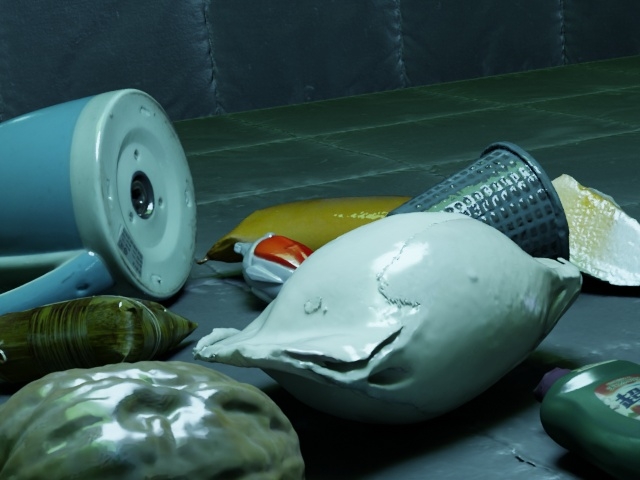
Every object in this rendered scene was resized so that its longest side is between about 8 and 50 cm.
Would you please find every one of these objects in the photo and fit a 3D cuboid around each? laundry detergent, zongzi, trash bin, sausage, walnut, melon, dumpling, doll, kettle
[{"bbox_3d":[0.246,0.135,1.018,0.144,0.078,0.221,-9,11,-22],"label":"laundry detergent"},{"bbox_3d":[-0.241,0.099,1.374,0.187,0.084,0.184,-6,-2,17],"label":"zongzi"},{"bbox_3d":[0.159,0.001,1.474,0.161,0.175,0.175,-23,18,-18],"label":"trash bin"},{"bbox_3d":[0.001,0.000,1.635,0.328,0.112,0.112,-2,13,22],"label":"sausage"},{"bbox_3d":[-0.111,0.158,0.873,0.230,0.178,0.178,-9,13,-33],"label":"walnut"},{"bbox_3d":[0.324,0.000,1.530,0.202,0.093,0.139,31,8,37],"label":"melon"},{"bbox_3d":[0.054,0.065,1.192,0.260,0.181,0.341,-4,32,47],"label":"dumpling"},{"bbox_3d":[-0.030,0.040,1.525,0.102,0.075,0.227,2,15,-42],"label":"doll"},{"bbox_3d":[-0.357,-0.007,1.587,0.342,0.247,0.319,-9,37,19],"label":"kettle"}]
